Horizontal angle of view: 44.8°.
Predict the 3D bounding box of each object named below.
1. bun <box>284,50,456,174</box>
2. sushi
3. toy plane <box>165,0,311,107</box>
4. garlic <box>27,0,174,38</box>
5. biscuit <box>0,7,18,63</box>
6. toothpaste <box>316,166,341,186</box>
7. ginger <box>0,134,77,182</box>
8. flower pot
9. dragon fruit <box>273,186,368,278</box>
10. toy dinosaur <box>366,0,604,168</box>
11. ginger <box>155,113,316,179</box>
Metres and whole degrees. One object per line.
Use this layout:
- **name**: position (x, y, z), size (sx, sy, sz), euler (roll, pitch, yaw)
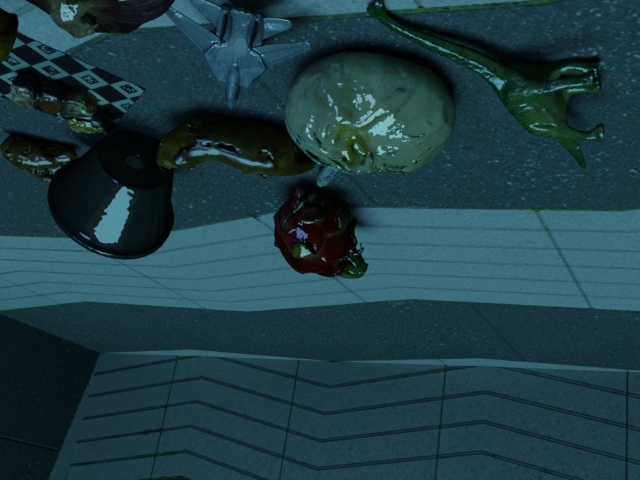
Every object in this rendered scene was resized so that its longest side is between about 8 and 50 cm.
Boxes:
- **bun**: position (0.078, -0.187, 1.269), size (0.287, 0.146, 0.287), euler (6, 159, 2)
- **sushi**: position (-0.505, -0.269, 1.434), size (0.290, 0.050, 0.264), euler (21, 156, -26)
- **toy plane**: position (-0.128, -0.284, 1.203), size (0.212, 0.088, 0.267), euler (12, 167, -5)
- **garlic**: position (-0.300, -0.348, 0.989), size (0.245, 0.160, 0.245), euler (8, 158, 3)
- **biscuit**: position (-0.573, -0.314, 1.057), size (0.296, 0.296, 0.102), euler (19, 113, -24)
- **toothpaste**: position (0.030, -0.152, 1.542), size (0.048, 0.029, 0.197), euler (15, 156, -15)
- **ginger**: position (-0.609, -0.173, 1.691), size (0.162, 0.073, 0.103), euler (10, 160, -5)
- **flower pot**: position (-0.401, -0.112, 1.574), size (0.269, 0.269, 0.166), euler (18, 138, -21)
- **dragon fruit**: position (0.016, -0.011, 1.731), size (0.269, 0.198, 0.200), euler (17, 132, -23)
- **toy dinosaur**: position (0.272, -0.217, 1.192), size (0.301, 0.087, 0.447), euler (-1, 150, 23)
- **ginger**: position (-0.159, -0.173, 1.464), size (0.310, 0.107, 0.133), euler (4, 145, 3)
